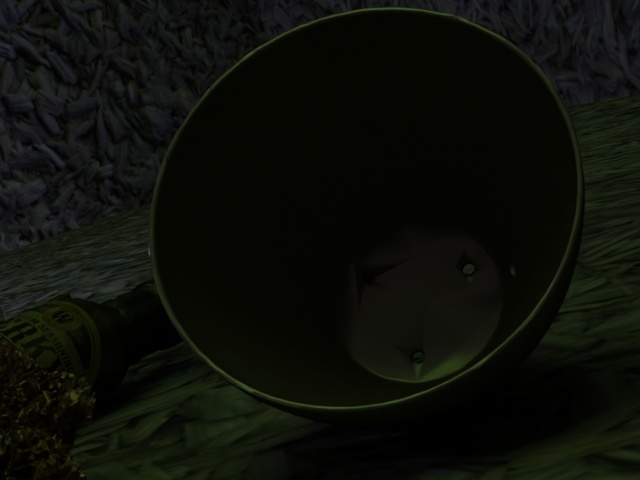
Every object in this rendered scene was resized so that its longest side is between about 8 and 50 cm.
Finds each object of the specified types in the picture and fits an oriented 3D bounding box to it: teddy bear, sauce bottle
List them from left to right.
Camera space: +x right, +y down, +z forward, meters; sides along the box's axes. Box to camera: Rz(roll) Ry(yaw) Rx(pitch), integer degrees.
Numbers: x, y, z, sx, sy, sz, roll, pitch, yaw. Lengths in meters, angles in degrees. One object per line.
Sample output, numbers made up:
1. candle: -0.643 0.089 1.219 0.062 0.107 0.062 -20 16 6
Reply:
1. teddy bear: -0.255 0.180 0.865 0.245 0.113 0.338 -23 16 -5
2. sauce bottle: -0.255 0.116 1.214 0.111 0.111 0.344 -10 11 39

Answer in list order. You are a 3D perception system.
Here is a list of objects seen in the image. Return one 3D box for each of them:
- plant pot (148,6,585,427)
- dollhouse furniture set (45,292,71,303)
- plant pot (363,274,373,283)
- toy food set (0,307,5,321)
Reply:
1. plant pot: 0.049 0.009 0.935 0.284 0.284 0.191 -15 -27 11
2. dollhouse furniture set: -0.379 0.113 1.685 0.152 0.058 0.076 -13 8 21
3. plant pot: 0.000 0.000 1.268 0.230 0.215 0.215 7 21 38
4. toy food set: -0.437 0.102 1.376 0.220 0.092 0.306 -19 1 -12
